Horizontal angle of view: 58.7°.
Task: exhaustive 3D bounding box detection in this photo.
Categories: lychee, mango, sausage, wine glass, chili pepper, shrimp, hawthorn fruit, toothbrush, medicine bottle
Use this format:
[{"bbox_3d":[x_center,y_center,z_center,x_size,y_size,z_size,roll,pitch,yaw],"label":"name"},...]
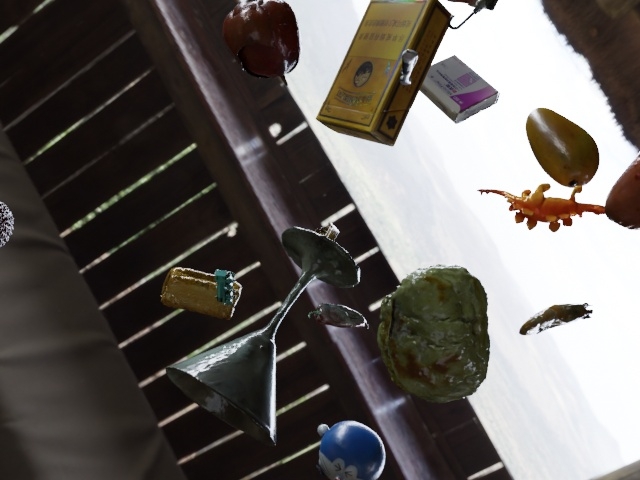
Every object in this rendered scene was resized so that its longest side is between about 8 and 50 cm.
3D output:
[{"bbox_3d":[-0.687,-0.027,1.139,0.123,0.123,0.129,48,47,-36],"label":"lychee"},{"bbox_3d":[0.590,-0.234,1.393,0.113,0.139,0.253,76,-4,-57],"label":"mango"},{"bbox_3d":[0.575,-0.121,0.931,0.114,0.259,0.113,16,37,-13],"label":"sausage"},{"bbox_3d":[-0.103,0.180,1.194,0.267,0.267,0.406,50,59,-31],"label":"wine glass"},{"bbox_3d":[0.042,0.161,1.203,0.153,0.041,0.050,13,67,-24],"label":"chili pepper"},{"bbox_3d":[0.544,0.179,1.314,0.217,0.115,0.051,-8,67,-27],"label":"shrimp"},{"bbox_3d":[-0.103,-0.373,1.080,0.148,0.148,0.171,-96,166,-62],"label":"hawthorn fruit"},{"bbox_3d":[0.136,-0.269,0.886,0.288,0.024,0.026,-51,146,-78],"label":"toothbrush"},{"bbox_3d":[0.389,-0.439,1.652,0.201,0.171,0.052,52,-22,26],"label":"medicine bottle"}]

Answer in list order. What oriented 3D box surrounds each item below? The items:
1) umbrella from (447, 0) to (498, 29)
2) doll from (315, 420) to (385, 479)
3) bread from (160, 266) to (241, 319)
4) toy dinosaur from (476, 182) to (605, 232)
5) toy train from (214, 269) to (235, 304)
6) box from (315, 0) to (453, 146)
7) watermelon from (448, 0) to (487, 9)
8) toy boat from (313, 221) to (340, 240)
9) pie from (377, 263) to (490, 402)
[{"bbox_3d":[0.357,-0.483,1.063,0.044,0.269,0.044,56,18,7],"label":"umbrella"},{"bbox_3d":[0.066,0.544,1.431,0.215,0.161,0.256,39,-23,18],"label":"doll"},{"bbox_3d":[-0.329,0.146,1.582,0.211,0.113,0.083,18,17,-18],"label":"bread"},{"bbox_3d":[0.497,-0.074,1.298,0.070,0.289,0.117,75,30,-49],"label":"toy dinosaur"},{"bbox_3d":[-0.208,0.104,1.236,0.029,0.045,0.092,-77,176,-54],"label":"toy train"},{"bbox_3d":[0.131,-0.366,1.219,0.084,0.301,0.193,23,2,-41],"label":"box"},{"bbox_3d":[0.331,-0.554,1.231,0.121,0.159,0.097,-119,-153,-57],"label":"watermelon"},{"bbox_3d":[0.000,0.000,1.703,0.072,0.064,0.206,34,29,-1],"label":"toy boat"},{"bbox_3d":[0.197,0.167,1.008,0.090,0.201,0.247,-16,103,-77],"label":"pie"}]
